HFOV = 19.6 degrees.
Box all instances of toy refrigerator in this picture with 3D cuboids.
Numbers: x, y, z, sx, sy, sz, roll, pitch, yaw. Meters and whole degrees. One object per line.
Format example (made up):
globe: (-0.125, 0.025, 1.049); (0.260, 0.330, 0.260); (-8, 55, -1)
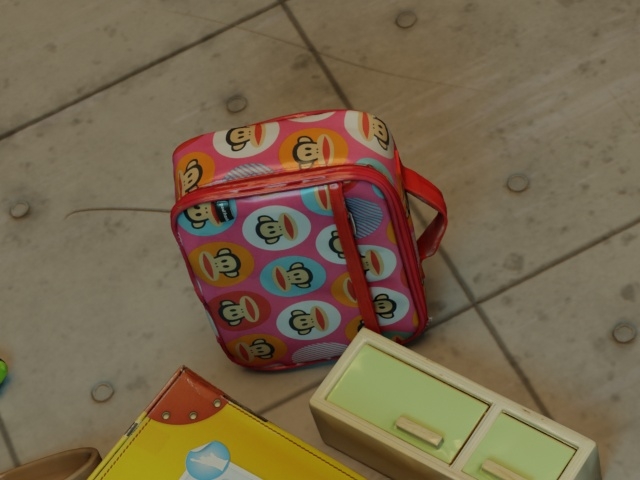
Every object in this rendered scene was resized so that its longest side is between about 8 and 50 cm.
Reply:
toy refrigerator: (0.129, 0.193, 1.794); (0.269, 0.094, 0.102); (26, 65, 26)

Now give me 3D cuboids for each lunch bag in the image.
lunch bag: (0.000, 0.000, 1.836); (0.258, 0.293, 0.120); (-10, 50, 7)

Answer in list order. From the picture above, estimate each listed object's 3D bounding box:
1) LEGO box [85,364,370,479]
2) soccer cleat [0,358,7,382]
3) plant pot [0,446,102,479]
LEGO box: (-0.116, 0.418, 1.635); (0.372, 0.193, 0.500); (28, 67, 28)
soccer cleat: (-0.418, 0.165, 1.961); (0.179, 0.060, 0.072); (-32, 54, -6)
plant pot: (-0.303, 0.297, 1.782); (0.237, 0.237, 0.110); (-22, 95, -2)
